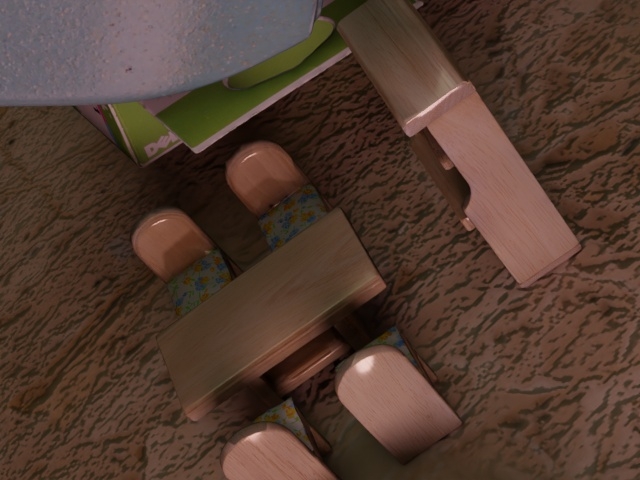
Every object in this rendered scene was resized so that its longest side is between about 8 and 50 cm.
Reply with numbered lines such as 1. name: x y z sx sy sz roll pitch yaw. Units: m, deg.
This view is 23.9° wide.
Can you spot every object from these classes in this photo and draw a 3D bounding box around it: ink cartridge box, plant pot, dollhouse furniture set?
1. ink cartridge box: -0.066 -0.130 1.054 0.189 0.097 0.255 -34 44 -15
2. plant pot: -0.115 -0.235 0.937 0.252 0.247 0.247 6 43 -7
3. dollhouse furniture set: 0.000 0.000 0.873 0.242 0.161 0.212 -35 42 6
